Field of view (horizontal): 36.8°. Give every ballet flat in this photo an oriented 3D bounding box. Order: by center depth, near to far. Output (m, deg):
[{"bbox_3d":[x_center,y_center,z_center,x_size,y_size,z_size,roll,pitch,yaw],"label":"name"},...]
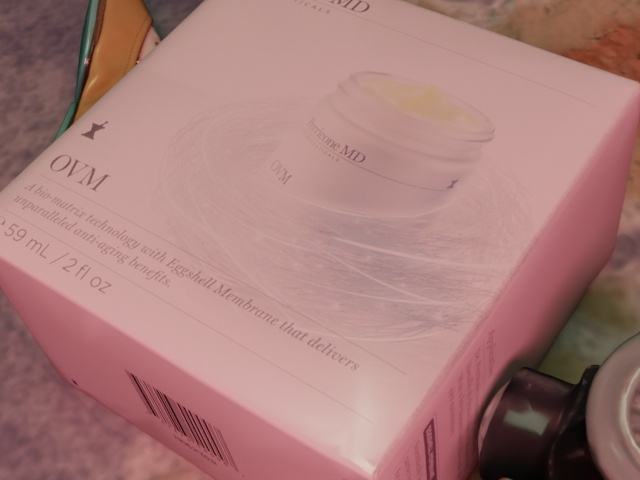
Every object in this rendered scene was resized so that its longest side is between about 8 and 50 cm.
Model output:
[{"bbox_3d":[-0.128,-0.079,0.606,0.073,0.080,0.232,15,55,-14],"label":"ballet flat"}]

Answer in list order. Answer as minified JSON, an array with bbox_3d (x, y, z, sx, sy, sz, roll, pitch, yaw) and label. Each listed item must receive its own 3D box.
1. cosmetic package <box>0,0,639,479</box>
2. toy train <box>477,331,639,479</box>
[{"bbox_3d":[0.000,0.000,0.473,0.224,0.138,0.225,26,60,25],"label":"cosmetic package"},{"bbox_3d":[0.195,0.161,0.328,0.333,0.142,0.190,20,69,22],"label":"toy train"}]
